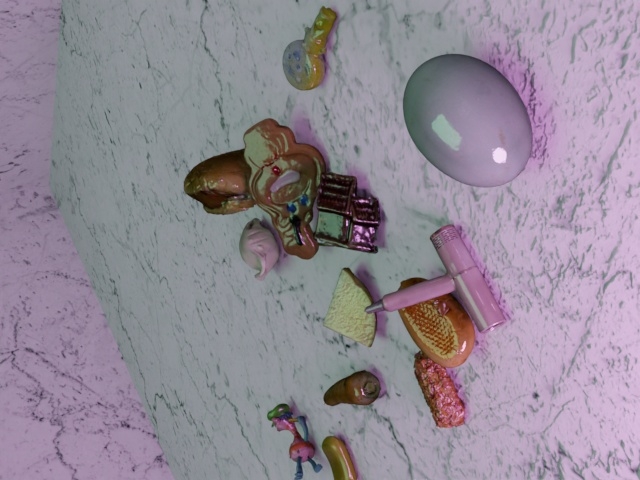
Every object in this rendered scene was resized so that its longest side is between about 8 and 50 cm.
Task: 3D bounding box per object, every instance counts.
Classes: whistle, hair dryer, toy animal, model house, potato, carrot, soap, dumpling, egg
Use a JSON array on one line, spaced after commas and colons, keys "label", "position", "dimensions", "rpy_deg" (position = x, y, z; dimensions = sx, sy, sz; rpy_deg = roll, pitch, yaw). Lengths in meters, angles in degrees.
[{"label": "whistle", "position": [-0.015, -0.389, 1.723], "dimensions": [0.104, 0.057, 0.198], "rpy_deg": [53, 139, 19]}, {"label": "hair dryer", "position": [0.187, 0.110, 1.500], "dimensions": [0.220, 0.053, 0.195], "rpy_deg": [-33, 70, 15]}, {"label": "toy animal", "position": [-0.064, 0.525, 2.255], "dimensions": [0.103, 0.100, 0.208], "rpy_deg": [-48, 51, 32]}, {"label": "model house", "position": [0.055, -0.060, 1.739], "dimensions": [0.165, 0.106, 0.152], "rpy_deg": [12, 107, 19]}, {"label": "potato", "position": [0.087, 0.137, 1.822], "dimensions": [0.120, 0.081, 0.149], "rpy_deg": [25, 114, 16]}, {"label": "carrot", "position": [0.054, 0.355, 1.977], "dimensions": [0.078, 0.078, 0.298], "rpy_deg": [69, 155, 8]}, {"label": "soap", "position": [0.048, 0.549, 2.106], "dimensions": [0.089, 0.045, 0.140], "rpy_deg": [-33, 76, 63]}, {"label": "dumpling", "position": [-0.155, 0.039, 2.138], "dimensions": [0.169, 0.099, 0.134], "rpy_deg": [47, 145, 40]}, {"label": "egg", "position": [0.222, -0.181, 1.287], "dimensions": [0.231, 0.168, 0.168], "rpy_deg": [53, 146, 23]}]

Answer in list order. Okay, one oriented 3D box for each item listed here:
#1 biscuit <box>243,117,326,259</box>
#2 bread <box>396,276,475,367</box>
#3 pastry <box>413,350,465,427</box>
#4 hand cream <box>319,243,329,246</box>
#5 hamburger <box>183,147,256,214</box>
[{"label": "biscuit", "position": [-0.070, -0.110, 1.867], "dimensions": [0.183, 0.047, 0.320], "rpy_deg": [-1, 108, 22]}, {"label": "bread", "position": [0.213, 0.147, 1.559], "dimensions": [0.114, 0.077, 0.189], "rpy_deg": [-53, 57, 31]}, {"label": "pastry", "position": [0.222, 0.284, 1.642], "dimensions": [0.170, 0.063, 0.087], "rpy_deg": [66, 153, 11]}, {"label": "hand cream", "position": [0.000, 0.000, 1.923], "dimensions": [0.122, 0.023, 0.036], "rpy_deg": [5, 107, 60]}, {"label": "hamburger", "position": [-0.213, -0.141, 2.036], "dimensions": [0.308, 0.211, 0.133], "rpy_deg": [5, 114, 58]}]
